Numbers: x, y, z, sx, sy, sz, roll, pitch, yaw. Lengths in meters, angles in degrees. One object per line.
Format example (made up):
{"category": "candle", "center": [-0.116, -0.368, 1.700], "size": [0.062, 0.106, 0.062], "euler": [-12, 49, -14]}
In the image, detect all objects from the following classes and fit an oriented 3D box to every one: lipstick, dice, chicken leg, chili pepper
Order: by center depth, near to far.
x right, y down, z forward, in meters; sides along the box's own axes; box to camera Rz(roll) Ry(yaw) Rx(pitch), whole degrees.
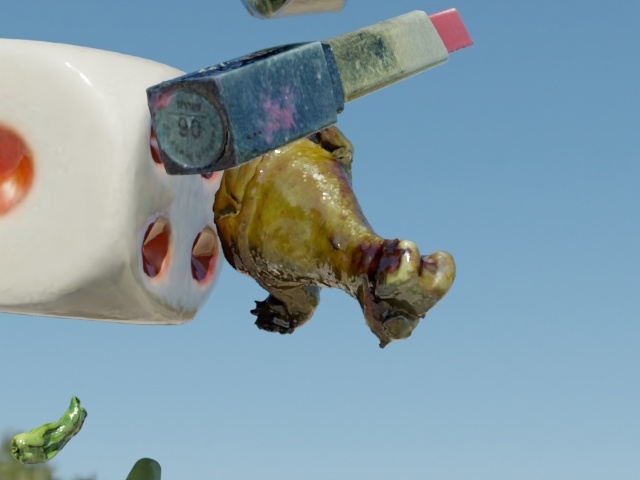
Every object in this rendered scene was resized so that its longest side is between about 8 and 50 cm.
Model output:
{"category": "lipstick", "center": [0.014, -0.103, 0.840], "size": [0.051, 0.051, 0.312], "euler": [-8, 13, 34]}
{"category": "chili pepper", "center": [-0.238, 0.171, 1.260], "size": [0.091, 0.034, 0.030], "euler": [-33, -10, -46]}
{"category": "chicken leg", "center": [-0.013, 0.006, 1.360], "size": [0.140, 0.361, 0.211], "euler": [1, -58, -23]}
{"category": "dice", "center": [-0.281, -0.055, 1.498], "size": [0.304, 0.277, 0.304], "euler": [2, -5, 17]}

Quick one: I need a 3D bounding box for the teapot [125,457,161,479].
{"category": "teapot", "center": [-0.225, 0.419, 1.589], "size": [0.239, 0.239, 0.321], "euler": [37, -50, -25]}

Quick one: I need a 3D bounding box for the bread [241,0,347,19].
{"category": "bread", "center": [-0.052, -0.460, 1.735], "size": [0.129, 0.382, 0.366], "euler": [-11, 3, -14]}
